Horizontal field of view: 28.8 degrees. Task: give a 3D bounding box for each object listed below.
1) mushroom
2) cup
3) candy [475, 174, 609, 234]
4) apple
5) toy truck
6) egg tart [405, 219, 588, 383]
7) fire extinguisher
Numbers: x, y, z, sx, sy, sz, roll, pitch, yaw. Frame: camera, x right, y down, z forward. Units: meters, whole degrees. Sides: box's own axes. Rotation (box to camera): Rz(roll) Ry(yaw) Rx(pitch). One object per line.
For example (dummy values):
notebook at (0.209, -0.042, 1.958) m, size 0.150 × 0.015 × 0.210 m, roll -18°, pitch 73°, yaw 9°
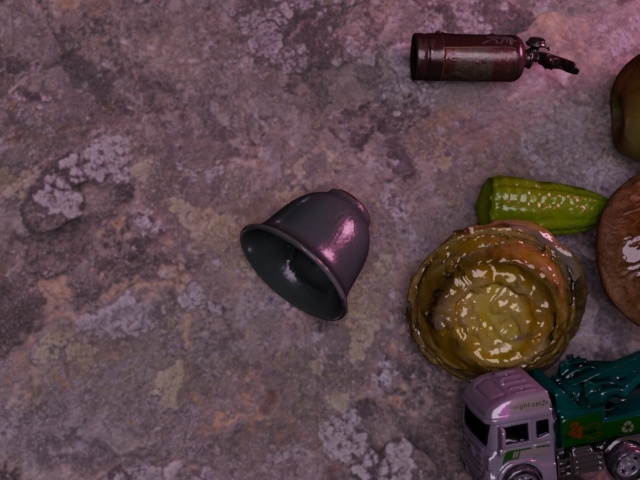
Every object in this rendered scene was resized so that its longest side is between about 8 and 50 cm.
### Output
mushroom at (0.537, 0.026, 1.897) m, size 0.278 × 0.146 × 0.278 m, roll 5°, pitch 80°, yaw -27°
cup at (0.000, 0.000, 1.866) m, size 0.199 × 0.199 × 0.150 m, roll 40°, pitch 66°, yaw 0°
candy at (0.348, -0.050, 1.923) m, size 0.209 × 0.097 × 0.097 m, roll 3°, pitch 85°, yaw -6°
apple at (0.548, -0.210, 1.916) m, size 0.188 × 0.174 × 0.207 m, roll -9°, pitch 70°, yaw -7°
toy truck at (0.383, 0.257, 1.830) m, size 0.363 × 0.176 × 0.178 m, roll -13°, pitch 106°, yaw -10°
egg tart at (0.268, 0.101, 1.873) m, size 0.278 × 0.095 × 0.279 m, roll -1°, pitch 105°, yaw -3°
fire extinguisher at (0.268, -0.271, 1.932) m, size 0.252 × 0.075 × 0.106 m, roll 1°, pitch 46°, yaw -4°
